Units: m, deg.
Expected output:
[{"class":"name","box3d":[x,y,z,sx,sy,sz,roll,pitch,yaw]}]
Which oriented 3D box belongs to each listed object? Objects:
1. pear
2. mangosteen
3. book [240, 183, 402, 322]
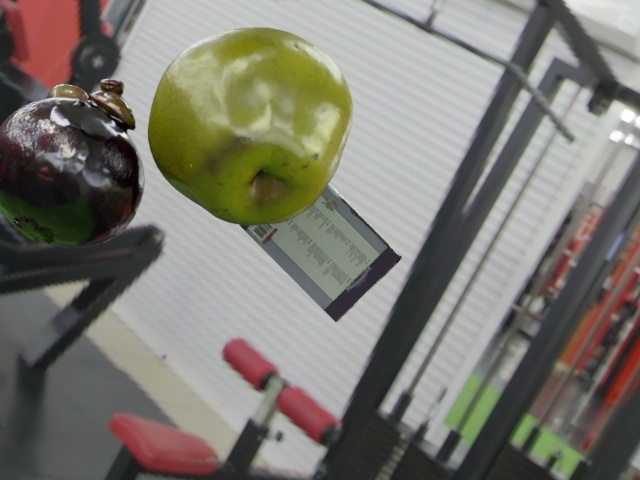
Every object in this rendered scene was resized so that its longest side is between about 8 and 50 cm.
[{"class":"pear","box3d":[-0.097,-0.167,1.643,0.294,0.294,0.294,28,7,-4]},{"class":"mangosteen","box3d":[-0.345,-0.119,1.656,0.228,0.265,0.228,22,-21,9]},{"class":"book","box3d":[0.000,0.000,1.920,0.231,0.157,0.026,45,16,0]}]
